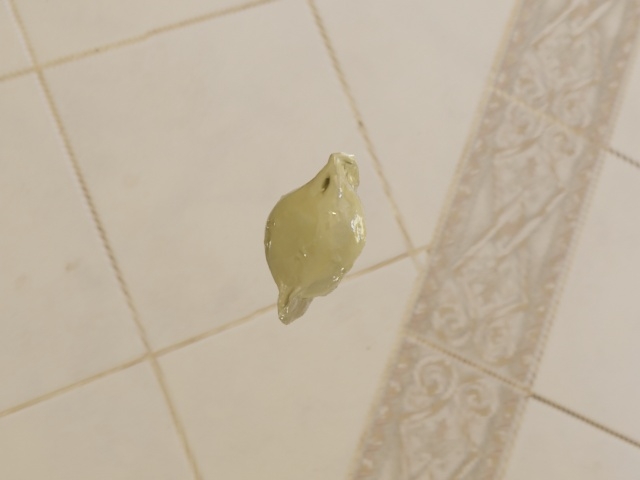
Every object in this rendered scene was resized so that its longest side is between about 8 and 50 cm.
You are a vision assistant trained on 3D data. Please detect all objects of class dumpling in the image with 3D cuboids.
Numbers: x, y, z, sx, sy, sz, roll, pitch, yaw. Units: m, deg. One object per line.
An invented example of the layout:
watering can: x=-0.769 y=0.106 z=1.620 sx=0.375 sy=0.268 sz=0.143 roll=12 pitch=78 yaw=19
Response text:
dumpling: x=0.002 y=0.000 z=0.664 sx=0.057 sy=0.052 sz=0.076 roll=9 pitch=69 yaw=-56
